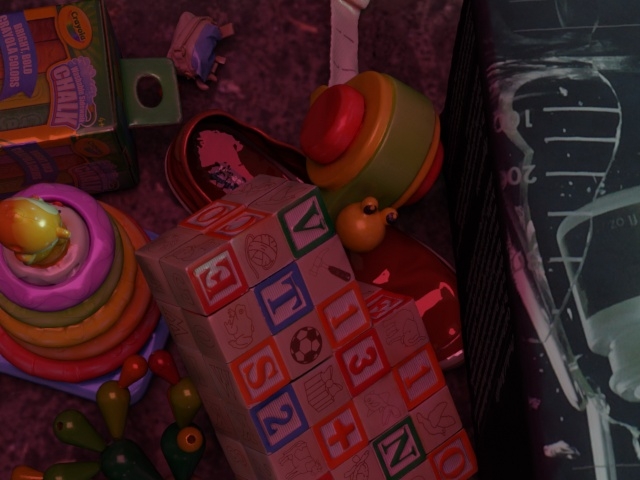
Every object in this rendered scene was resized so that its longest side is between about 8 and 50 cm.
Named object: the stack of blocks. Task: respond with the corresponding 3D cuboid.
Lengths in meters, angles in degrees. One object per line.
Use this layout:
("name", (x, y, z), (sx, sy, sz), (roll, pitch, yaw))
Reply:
("stack of blocks", (-0.006, 0.099, 1.462), (0.171, 0.087, 0.297), (-33, 114, -25))

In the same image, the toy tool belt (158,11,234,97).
("toy tool belt", (-0.111, -0.164, 1.663), (0.051, 0.052, 0.083), (13, 75, 14))

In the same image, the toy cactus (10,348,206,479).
("toy cactus", (-0.144, 0.198, 1.520), (0.180, 0.112, 0.219), (37, 110, -17))

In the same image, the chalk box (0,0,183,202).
("chalk box", (-0.231, -0.120, 1.607), (0.213, 0.132, 0.132), (-10, 69, 0))

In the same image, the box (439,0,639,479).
("box", (0.356, 0.045, 1.407), (0.480, 0.297, 0.472), (-3, 63, -3))

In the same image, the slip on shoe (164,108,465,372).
("slip on shoe", (0.000, 0.000, 1.588), (0.331, 0.101, 0.123), (38, 77, 10))

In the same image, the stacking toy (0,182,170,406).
("stacking toy", (-0.217, 0.016, 1.484), (0.175, 0.302, 0.166), (16, 76, 7))

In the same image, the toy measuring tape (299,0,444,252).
("toy measuring tape", (0.048, -0.129, 1.561), (0.121, 0.121, 0.330), (2, 51, 2))
